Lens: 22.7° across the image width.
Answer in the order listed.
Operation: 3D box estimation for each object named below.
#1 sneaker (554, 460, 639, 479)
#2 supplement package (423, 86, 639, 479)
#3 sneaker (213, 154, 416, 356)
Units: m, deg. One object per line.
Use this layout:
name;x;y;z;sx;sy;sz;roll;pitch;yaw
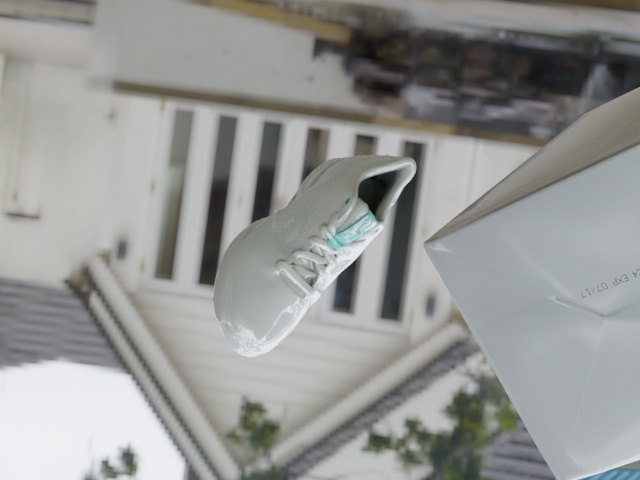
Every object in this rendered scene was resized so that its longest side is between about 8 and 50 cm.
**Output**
sneaker;0.253;0.183;1.057;0.228;0.087;0.092;7;-169;-10
supplement package;0.204;-0.006;0.825;0.194;0.149;0.203;-26;-174;39
sneaker;0.000;0.000;1.217;0.094;0.080;0.212;-13;-148;47
